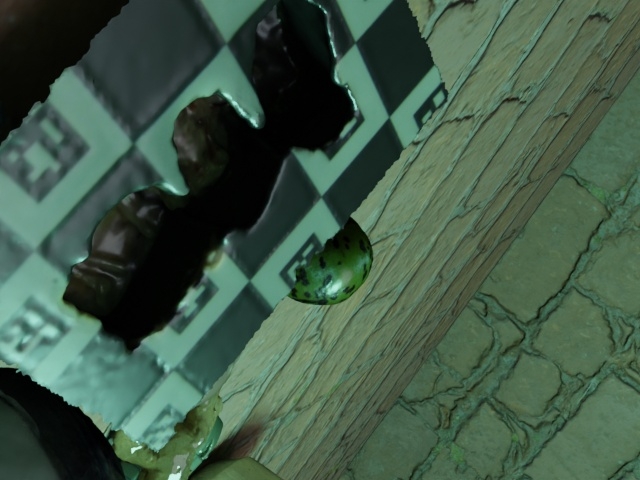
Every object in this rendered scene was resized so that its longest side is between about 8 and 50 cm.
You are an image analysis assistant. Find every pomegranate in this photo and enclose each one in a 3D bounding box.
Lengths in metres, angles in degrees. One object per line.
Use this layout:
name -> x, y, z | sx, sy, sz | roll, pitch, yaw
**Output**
pomegranate -> 0.000, 0.000, 1.028 | 0.122, 0.122, 0.161 | -32, 132, -47

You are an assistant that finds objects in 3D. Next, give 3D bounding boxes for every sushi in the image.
sushi -> -0.095, -0.069, 0.639 | 0.373, 0.100, 0.296 | -52, 144, -10

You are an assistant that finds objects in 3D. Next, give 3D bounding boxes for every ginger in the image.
ginger -> -0.191, 0.244, 1.082 | 0.149, 0.065, 0.258 | 29, 90, -47

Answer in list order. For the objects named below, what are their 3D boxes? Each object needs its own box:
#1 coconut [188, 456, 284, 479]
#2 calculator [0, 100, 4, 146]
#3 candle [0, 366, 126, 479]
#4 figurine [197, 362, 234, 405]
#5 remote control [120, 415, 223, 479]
coconut -> -0.119, 0.493, 1.501 | 0.237, 0.266, 0.237 | -41, 153, -27
calculator -> -0.242, -0.031, 0.449 | 0.121, 0.039, 0.210 | -58, 161, 20
candle -> -0.276, 0.191, 0.527 | 0.221, 0.221, 0.342 | -54, 162, 11
figurine -> -0.140, 0.098, 0.862 | 0.138, 0.125, 0.125 | -55, 166, -21
remote control -> -0.254, 0.341, 1.171 | 0.335, 0.065, 0.128 | -45, 165, -15
